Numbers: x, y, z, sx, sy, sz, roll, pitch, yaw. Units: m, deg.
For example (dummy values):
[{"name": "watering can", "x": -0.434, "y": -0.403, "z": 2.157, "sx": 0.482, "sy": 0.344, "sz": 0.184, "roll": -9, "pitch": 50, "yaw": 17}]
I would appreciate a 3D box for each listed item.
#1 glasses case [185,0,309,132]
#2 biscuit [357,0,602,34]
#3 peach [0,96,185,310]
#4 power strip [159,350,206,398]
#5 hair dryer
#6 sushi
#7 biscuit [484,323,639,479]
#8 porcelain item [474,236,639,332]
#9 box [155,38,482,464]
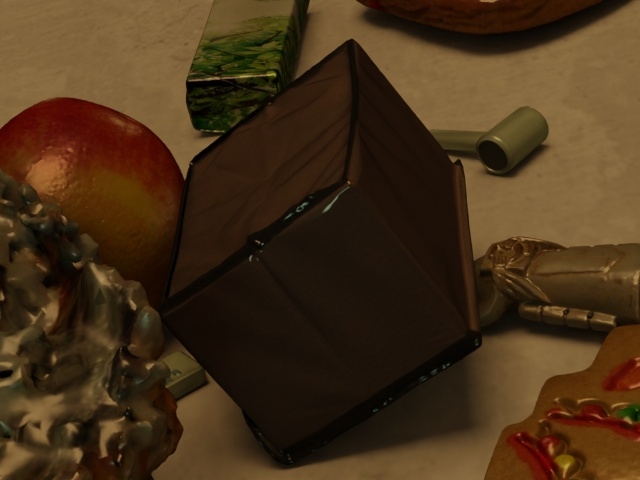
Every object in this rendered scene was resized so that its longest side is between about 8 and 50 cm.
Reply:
[{"name": "glasses case", "x": -0.069, "y": -0.198, "z": 1.818, "sx": 0.095, "sy": 0.062, "sz": 0.272, "roll": -3, "pitch": 31, "yaw": 9}, {"name": "biscuit", "x": 0.195, "y": -0.277, "z": 1.849, "sx": 0.262, "sy": 0.052, "sz": 0.277, "roll": -27, "pitch": 31, "yaw": -31}, {"name": "peach", "x": -0.193, "y": -0.013, "z": 1.420, "sx": 0.190, "sy": 0.190, "sz": 0.192, "roll": -6, "pitch": 36, "yaw": 15}, {"name": "power strip", "x": -0.129, "y": 0.112, "z": 1.347, "sx": 0.090, "sy": 0.016, "sz": 0.040, "roll": -29, "pitch": 32, "yaw": -23}, {"name": "hair dryer", "x": 0.135, "y": -0.089, "z": 1.570, "sx": 0.124, "sy": 0.038, "sz": 0.063, "roll": 5, "pitch": 32, "yaw": 44}, {"name": "sushi", "x": -0.301, "y": 0.103, "z": 1.106, "sx": 0.418, "sy": 0.176, "sz": 0.417, "roll": 4, "pitch": 56, "yaw": -5}, {"name": "biscuit", "x": 0.201, "y": 0.126, "z": 1.151, "sx": 0.239, "sy": 0.041, "sz": 0.212, "roll": -24, "pitch": 32, "yaw": -18}, {"name": "porcelain item", "x": 0.146, "y": 0.029, "z": 1.331, "sx": 0.213, "sy": 0.054, "sz": 0.084, "roll": 2, "pitch": 36, "yaw": 28}, {"name": "box", "x": 0.000, "y": 0.000, "z": 1.287, "sx": 0.188, "sy": 0.153, "sz": 0.252, "roll": -34, "pitch": 23, "yaw": 22}]
